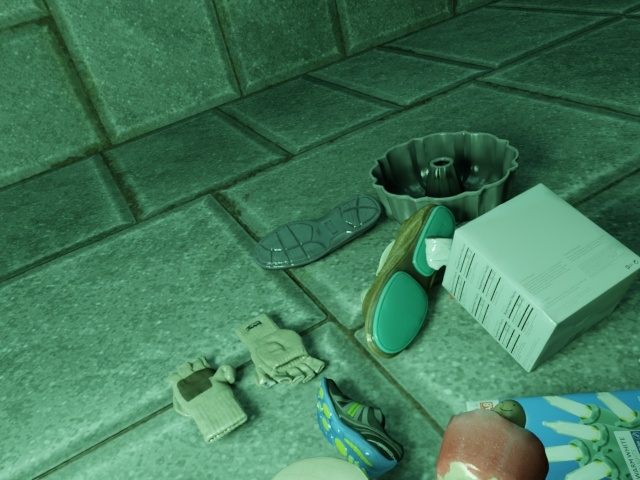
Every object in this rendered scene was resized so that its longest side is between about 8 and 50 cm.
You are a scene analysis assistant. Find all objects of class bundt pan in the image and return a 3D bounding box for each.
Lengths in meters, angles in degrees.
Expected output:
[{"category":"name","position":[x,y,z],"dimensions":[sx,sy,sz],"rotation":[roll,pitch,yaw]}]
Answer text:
[{"category":"bundt pan","position":[0.283,-0.127,1.224],"dimensions":[0.330,0.124,0.331],"rotation":[-11,33,7]}]

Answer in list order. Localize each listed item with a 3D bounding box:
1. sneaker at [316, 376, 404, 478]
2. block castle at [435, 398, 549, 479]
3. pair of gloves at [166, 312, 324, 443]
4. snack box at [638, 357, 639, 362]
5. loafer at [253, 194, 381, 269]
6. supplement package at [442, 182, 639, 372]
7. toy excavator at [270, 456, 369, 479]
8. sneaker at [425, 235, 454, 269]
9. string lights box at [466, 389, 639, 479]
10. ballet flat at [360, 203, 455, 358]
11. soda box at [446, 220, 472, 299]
[{"category":"sneaker","position":[0.051,0.268,0.782],"dimensions":[0.078,0.067,0.188],"rotation":[-7,24,-29]},{"category":"block castle","position":[0.301,0.312,0.379],"dimensions":[0.453,0.303,0.213],"rotation":[9,38,31]},{"category":"pair of gloves","position":[-0.136,0.231,0.922],"dimensions":[0.240,0.042,0.204],"rotation":[-31,32,-28]},{"category":"snack box","position":[0.475,0.176,0.676],"dimensions":[0.100,0.141,0.037],"rotation":[25,87,46]},{"category":"loafer","position":[0.000,0.000,1.199],"dimensions":[0.302,0.095,0.109],"rotation":[-25,63,-7]},{"category":"supplement package","position":[0.340,0.054,0.849],"dimensions":[0.194,0.149,0.203],"rotation":[-26,54,-19]},{"category":"toy excavator","position":[-0.033,0.440,0.417],"dimensions":[0.445,0.222,0.433],"rotation":[-24,35,-28]},{"category":"sneaker","position":[0.252,0.023,0.965],"dimensions":[0.152,0.061,0.053],"rotation":[0,5,-22]},{"category":"string lights box","position":[0.321,0.263,0.653],"dimensions":[0.259,0.077,0.133],"rotation":[-8,34,11]},{"category":"ballet flat","position":[0.141,0.071,0.981],"dimensions":[0.124,0.116,0.342],"rotation":[-19,36,51]},{"category":"soda box","position":[0.277,0.035,1.039],"dimensions":[0.063,0.058,0.183],"rotation":[-5,34,15]}]
